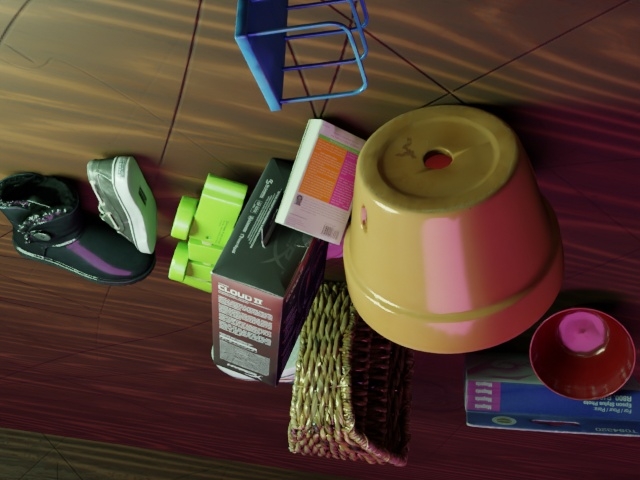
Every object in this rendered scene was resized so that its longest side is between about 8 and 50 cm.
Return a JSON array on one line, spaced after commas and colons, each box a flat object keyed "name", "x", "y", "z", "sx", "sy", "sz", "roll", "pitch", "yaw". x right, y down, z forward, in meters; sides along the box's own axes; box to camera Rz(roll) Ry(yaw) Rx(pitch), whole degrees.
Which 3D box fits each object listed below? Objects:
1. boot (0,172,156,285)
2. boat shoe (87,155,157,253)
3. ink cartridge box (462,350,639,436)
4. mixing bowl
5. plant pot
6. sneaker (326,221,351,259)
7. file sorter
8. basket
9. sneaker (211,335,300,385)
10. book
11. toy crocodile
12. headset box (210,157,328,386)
[{"name": "boot", "x": -0.385, "y": -0.015, "z": 1.525, "sx": 0.246, "sy": 0.094, "sz": 0.207, "roll": 14, "pitch": 157, "yaw": -4}, {"name": "boat shoe", "x": -0.298, "y": -0.055, "z": 1.460, "sx": 0.070, "sy": 0.078, "sz": 0.219, "roll": 1, "pitch": 146, "yaw": 6}, {"name": "ink cartridge box", "x": 0.438, "y": 0.282, "z": 1.836, "sx": 0.324, "sy": 0.071, "sz": 0.330, "roll": 2, "pitch": -173, "yaw": 7}, {"name": "mixing bowl", "x": 0.474, "y": 0.186, "z": 1.738, "sx": 0.181, "sy": 0.098, "sz": 0.181, "roll": 5, "pitch": 111, "yaw": 14}, {"name": "plant pot", "x": 0.160, "y": -0.032, "z": 1.215, "sx": 0.290, "sy": 0.291, "sz": 0.203, "roll": -1, "pitch": 138, "yaw": 13}, {"name": "sneaker", "x": 0.000, "y": 0.000, "z": 1.535, "sx": 0.070, "sy": 0.051, "sz": 0.134, "roll": 14, "pitch": 157, "yaw": -30}, {"name": "file sorter", "x": -0.011, "y": -0.233, "z": 0.926, "sx": 0.104, "sy": 0.170, "sz": 0.118, "roll": -4, "pitch": 153, "yaw": 14}, {"name": "basket", "x": 0.067, "y": 0.229, "z": 1.715, "sx": 0.223, "sy": 0.299, "sz": 0.213, "roll": 7, "pitch": 153, "yaw": 2}, {"name": "sneaker", "x": -0.056, "y": 0.244, "z": 1.963, "sx": 0.321, "sy": 0.126, "sz": 0.127, "roll": -3, "pitch": 147, "yaw": 13}, {"name": "book", "x": 0.008, "y": -0.076, "z": 1.274, "sx": 0.096, "sy": 0.144, "sz": 0.035, "roll": 21, "pitch": 177, "yaw": -32}, {"name": "toy crocodile", "x": -0.171, "y": -0.007, "z": 1.512, "sx": 0.115, "sy": 0.105, "sz": 0.340, "roll": 14, "pitch": 149, "yaw": -4}, {"name": "headset box", "x": -0.067, "y": 0.042, "z": 1.392, "sx": 0.110, "sy": 0.218, "sz": 0.293, "roll": 19, "pitch": 147, "yaw": 8}]
